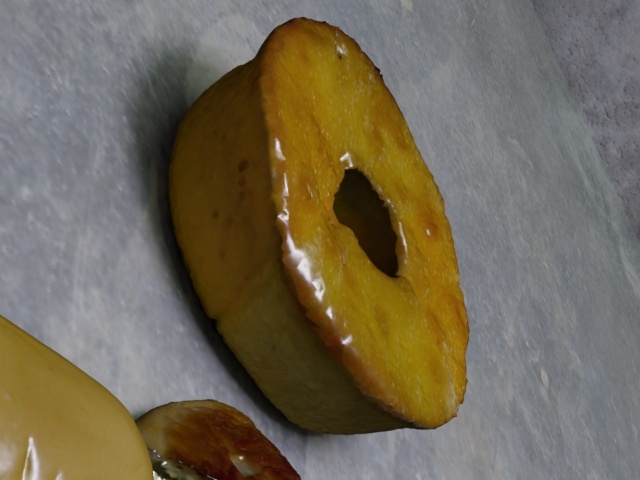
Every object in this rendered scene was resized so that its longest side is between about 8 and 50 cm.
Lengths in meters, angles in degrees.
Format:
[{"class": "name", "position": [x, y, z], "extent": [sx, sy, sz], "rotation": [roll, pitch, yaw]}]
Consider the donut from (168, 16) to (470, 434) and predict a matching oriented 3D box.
[{"class": "donut", "position": [0.000, 0.000, 0.978], "extent": [0.303, 0.110, 0.302], "rotation": [47, 32, -43]}]

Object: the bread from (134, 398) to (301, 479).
[{"class": "bread", "position": [-0.063, 0.132, 0.746], "extent": [0.136, 0.054, 0.154], "rotation": [28, 9, -48]}]

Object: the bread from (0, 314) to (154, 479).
[{"class": "bread", "position": [-0.140, 0.097, 0.602], "extent": [0.173, 0.085, 0.134], "rotation": [43, 33, -43]}]
